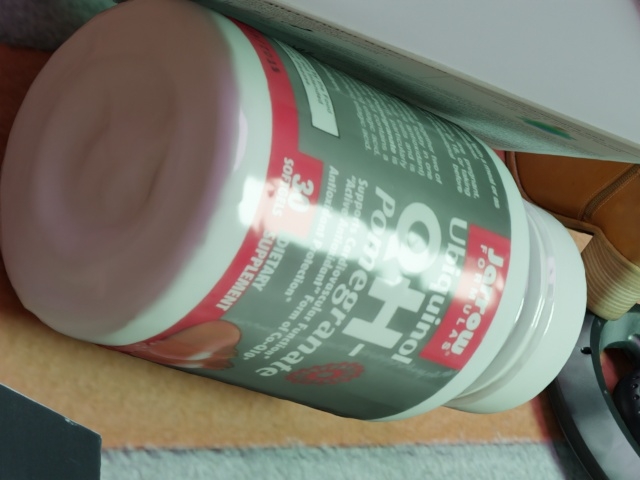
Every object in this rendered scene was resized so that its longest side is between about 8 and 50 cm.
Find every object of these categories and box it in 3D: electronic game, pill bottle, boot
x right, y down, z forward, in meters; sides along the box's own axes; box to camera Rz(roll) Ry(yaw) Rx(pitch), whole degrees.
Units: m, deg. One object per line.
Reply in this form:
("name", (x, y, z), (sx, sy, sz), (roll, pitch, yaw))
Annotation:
("electronic game", (0.242, 0.134, 1.401), (0.229, 0.048, 0.229), (31, 36, -26))
("pill bottle", (0.000, 0.000, 1.058), (0.318, 0.176, 0.176), (20, 48, -45))
("boot", (0.220, -0.057, 1.411), (0.073, 0.152, 0.197), (13, 37, -37))

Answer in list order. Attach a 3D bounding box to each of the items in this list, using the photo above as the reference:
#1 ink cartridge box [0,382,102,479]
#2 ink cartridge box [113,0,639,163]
("ink cartridge box", (-0.172, 0.125, 0.733), (0.208, 0.045, 0.206), (30, 41, -35))
("ink cartridge box", (0.041, -0.155, 1.075), (0.270, 0.395, 0.151), (21, 88, -12))
